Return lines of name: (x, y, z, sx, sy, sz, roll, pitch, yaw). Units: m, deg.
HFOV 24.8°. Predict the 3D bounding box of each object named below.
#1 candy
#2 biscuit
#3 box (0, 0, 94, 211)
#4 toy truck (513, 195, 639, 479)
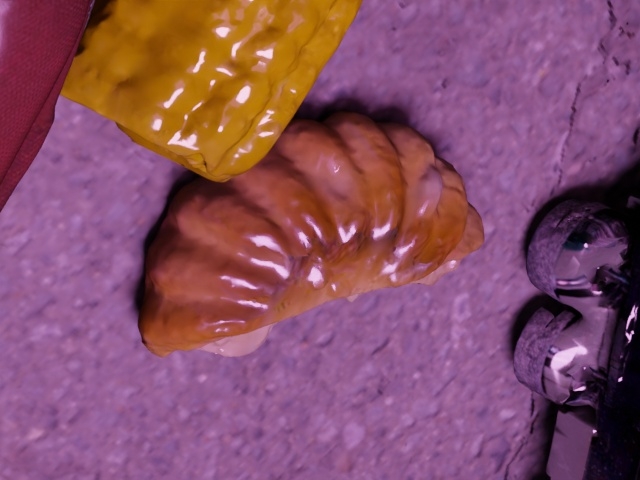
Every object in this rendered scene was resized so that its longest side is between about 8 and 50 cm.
candy: (-0.023, -0.121, 0.582, 0.199, 0.106, 0.094, -54, 171, 4)
biscuit: (0.000, 0.000, 0.695, 0.183, 0.061, 0.118, -15, 122, -22)
box: (-0.245, -0.024, 0.492, 0.263, 0.108, 0.404, 24, 103, -32)
toy truck: (0.220, 0.109, 0.825, 0.178, 0.176, 0.363, -14, 123, -38)
